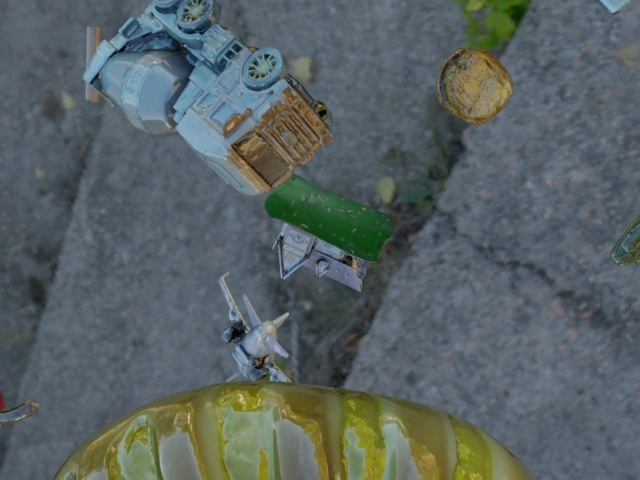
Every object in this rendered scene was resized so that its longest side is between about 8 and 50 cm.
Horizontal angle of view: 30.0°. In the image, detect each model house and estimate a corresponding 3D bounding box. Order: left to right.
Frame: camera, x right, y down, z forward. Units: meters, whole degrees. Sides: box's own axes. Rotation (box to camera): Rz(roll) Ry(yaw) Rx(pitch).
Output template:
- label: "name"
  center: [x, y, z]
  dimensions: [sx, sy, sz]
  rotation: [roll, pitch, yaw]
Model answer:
- label: "model house"
  center: [0.000, 0.000, 1.556]
  dimensions: [0.167, 0.117, 0.088]
  rotation: [23, 126, 1]

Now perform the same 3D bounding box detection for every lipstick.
- label: "lipstick"
  center: [-0.282, -0.220, 1.484]
  dimensions: [0.019, 0.019, 0.094]
  rotation: [18, 112, 34]

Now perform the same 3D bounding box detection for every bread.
- label: "bread"
  center: [-0.017, 0.211, 0.721]
  dimensions: [0.333, 0.160, 0.333]
  rotation: [4, 137, 3]
- label: "bread"
  center: [0.166, -0.165, 1.278]
  dimensions: [0.083, 0.046, 0.081]
  rotation: [7, 91, -5]

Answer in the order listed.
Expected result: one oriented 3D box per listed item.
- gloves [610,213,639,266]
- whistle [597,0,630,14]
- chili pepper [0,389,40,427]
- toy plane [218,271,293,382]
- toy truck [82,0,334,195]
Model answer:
- label: "gloves"
  center: [0.472, -0.012, 1.527]
  dimensions: [0.135, 0.107, 0.268]
  rotation: [60, 156, 3]
- label: "whistle"
  center: [0.287, -0.403, 1.290]
  dimensions: [0.290, 0.163, 0.163]
  rotation: [47, 129, -6]
- label: "chili pepper"
  center: [-0.431, 0.194, 1.356]
  dimensions: [0.134, 0.131, 0.338]
  rotation: [-63, 20, -12]
- label: "toy plane"
  center: [-0.068, 0.116, 1.267]
  dimensions: [0.162, 0.065, 0.171]
  rotation: [53, 153, 13]
- label: "toy truck"
  center: [-0.112, -0.138, 1.100]
  dimensions: [0.140, 0.108, 0.256]
  rotation: [-45, 51, -1]
